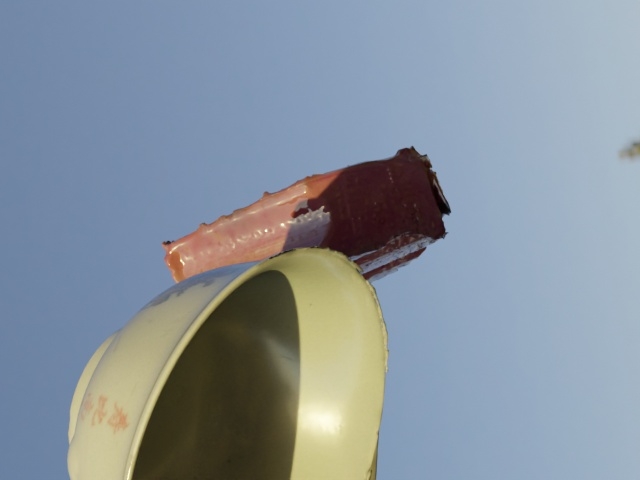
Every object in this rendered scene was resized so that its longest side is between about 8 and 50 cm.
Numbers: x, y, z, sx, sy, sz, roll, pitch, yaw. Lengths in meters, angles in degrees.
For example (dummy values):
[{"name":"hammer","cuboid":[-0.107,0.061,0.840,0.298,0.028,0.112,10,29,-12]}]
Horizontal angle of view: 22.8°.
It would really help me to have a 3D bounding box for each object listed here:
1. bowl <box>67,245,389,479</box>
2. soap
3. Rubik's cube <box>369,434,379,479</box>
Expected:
[{"name":"bowl","cuboid":[-0.100,0.153,1.283,0.345,0.157,0.346,-30,-52,-49]},{"name":"soap","cuboid":[0.000,0.000,1.684,0.112,0.289,0.182,70,-164,9]},{"name":"Rubik's cube","cuboid":[-0.090,0.264,1.741,0.221,0.224,0.231,23,-121,-35]}]
